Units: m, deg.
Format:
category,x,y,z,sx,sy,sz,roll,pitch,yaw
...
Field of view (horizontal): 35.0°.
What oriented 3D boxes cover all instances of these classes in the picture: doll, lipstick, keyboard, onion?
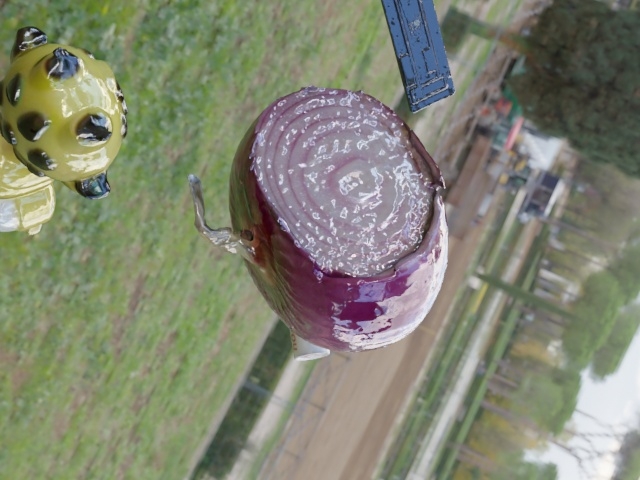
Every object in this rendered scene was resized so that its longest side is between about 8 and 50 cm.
category,x,y,z,sx,sy,sz,roll,pitch,yaw
doll,-0.205,-0.070,0.722,0.086,0.117,0.291,-19,-178,-29
lipstick,-0.019,0.058,1.061,0.038,0.038,0.131,71,9,-74
keyboard,0.102,-0.244,1.132,0.061,0.013,0.204,-27,122,-13
onion,0.011,-0.007,0.830,0.201,0.207,0.201,-50,161,-25
